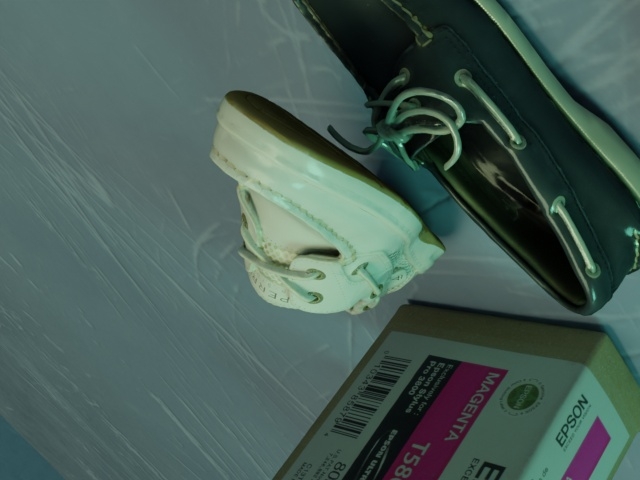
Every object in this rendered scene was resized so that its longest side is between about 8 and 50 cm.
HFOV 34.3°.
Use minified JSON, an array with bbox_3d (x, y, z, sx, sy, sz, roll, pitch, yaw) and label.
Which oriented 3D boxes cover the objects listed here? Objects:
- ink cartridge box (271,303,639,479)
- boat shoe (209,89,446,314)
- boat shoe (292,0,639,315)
[{"bbox_3d":[0.081,0.161,0.705,0.193,0.235,0.088,3,136,48],"label":"ink cartridge box"},{"bbox_3d":[0.000,0.000,0.597,0.098,0.096,0.277,41,-177,24],"label":"boat shoe"},{"bbox_3d":[0.071,-0.065,0.551,0.254,0.079,0.095,45,156,-7],"label":"boat shoe"}]
